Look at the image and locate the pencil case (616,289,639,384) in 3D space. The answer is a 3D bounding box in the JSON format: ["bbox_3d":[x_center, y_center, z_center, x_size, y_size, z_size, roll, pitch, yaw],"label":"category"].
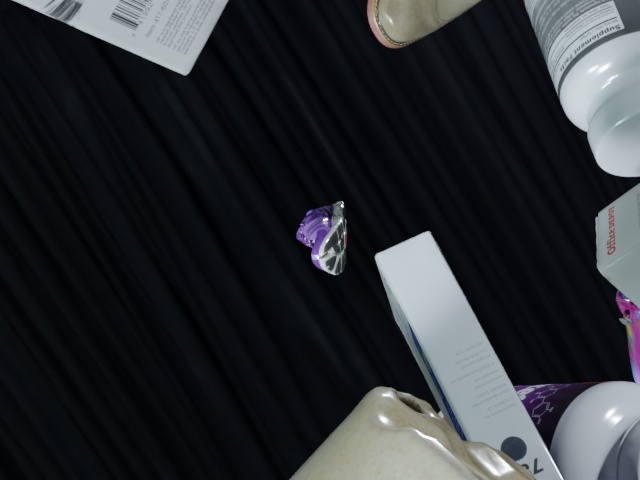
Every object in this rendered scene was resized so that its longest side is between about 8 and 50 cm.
[{"bbox_3d":[0.461,0.153,1.545,0.104,0.236,0.104,-17,25,8],"label":"pencil case"}]

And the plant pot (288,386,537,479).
[{"bbox_3d":[0.038,0.273,0.693,0.305,0.334,0.334,-54,16,2],"label":"plant pot"}]

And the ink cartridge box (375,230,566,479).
[{"bbox_3d":[0.150,0.166,1.034,0.065,0.333,0.165,-23,-27,-1],"label":"ink cartridge box"}]

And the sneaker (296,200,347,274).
[{"bbox_3d":[0.000,0.000,1.589,0.071,0.068,0.170,-6,20,6],"label":"sneaker"}]

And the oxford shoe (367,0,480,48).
[{"bbox_3d":[0.202,-0.371,1.449,0.348,0.123,0.130,-45,26,-16],"label":"oxford shoe"}]

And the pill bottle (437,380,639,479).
[{"bbox_3d":[0.260,0.239,1.186,0.181,0.181,0.323,-40,12,-29],"label":"pill bottle"}]

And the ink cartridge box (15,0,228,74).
[{"bbox_3d":[-0.142,-0.212,0.705,0.086,0.203,0.148,43,106,44],"label":"ink cartridge box"}]

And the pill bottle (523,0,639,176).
[{"bbox_3d":[0.442,-0.287,1.703,0.210,0.210,0.363,-25,55,21],"label":"pill bottle"}]

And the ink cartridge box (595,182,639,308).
[{"bbox_3d":[0.464,-0.031,1.445,0.219,0.092,0.160,-40,14,30],"label":"ink cartridge box"}]
